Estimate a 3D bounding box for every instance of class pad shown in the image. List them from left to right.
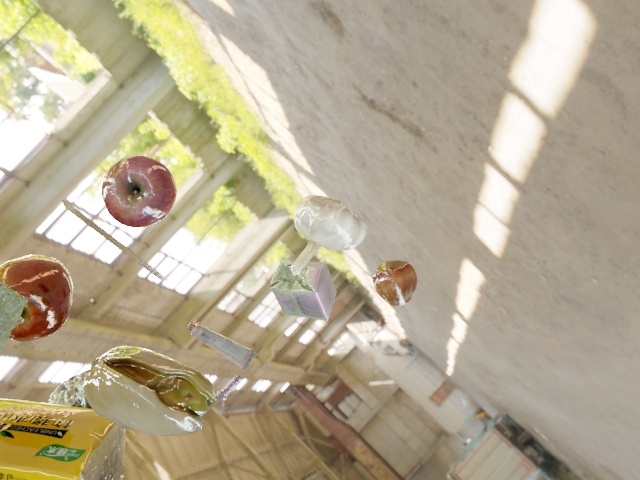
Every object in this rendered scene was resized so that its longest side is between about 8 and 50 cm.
[{"bbox_3d":[-0.435,0.004,1.350,0.266,0.002,0.176,40,165,-13],"label":"pad"}]

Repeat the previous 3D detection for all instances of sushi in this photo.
[{"bbox_3d":[-0.610,0.460,1.869,0.211,0.349,0.171,29,139,60],"label":"sushi"}]

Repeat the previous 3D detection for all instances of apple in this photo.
[{"bbox_3d":[-0.764,0.146,1.678,0.230,0.230,0.230,43,177,3],"label":"apple"},{"bbox_3d":[-0.375,-0.102,1.323,0.153,0.153,0.120,43,175,2],"label":"apple"}]

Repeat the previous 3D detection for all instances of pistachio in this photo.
[{"bbox_3d":[-0.366,0.325,1.346,0.287,0.166,0.197,22,145,11],"label":"pistachio"}]

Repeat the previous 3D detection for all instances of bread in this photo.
[{"bbox_3d":[-0.579,0.126,1.073,0.064,0.232,0.172,-2,-174,32],"label":"bread"}]

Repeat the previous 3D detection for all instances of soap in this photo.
[{"bbox_3d":[-0.056,0.174,2.265,0.181,0.139,0.199,7,145,21],"label":"soap"}]

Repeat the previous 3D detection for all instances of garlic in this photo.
[{"bbox_3d":[0.000,0.000,1.661,0.199,0.226,0.199,29,174,4],"label":"garlic"}]

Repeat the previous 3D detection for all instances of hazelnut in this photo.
[{"bbox_3d":[0.127,0.072,1.091,0.086,0.086,0.086,43,177,3],"label":"hazelnut"}]

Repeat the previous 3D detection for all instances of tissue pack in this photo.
[{"bbox_3d":[-0.697,0.539,1.528,0.381,0.229,0.293,8,-166,2],"label":"tissue pack"}]

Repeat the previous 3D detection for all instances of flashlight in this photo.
[{"bbox_3d":[-0.288,0.464,1.992,0.052,0.110,0.031,45,-177,4],"label":"flashlight"}]

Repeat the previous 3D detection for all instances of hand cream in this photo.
[{"bbox_3d":[-0.292,0.298,1.856,0.209,0.067,0.043,31,143,0],"label":"hand cream"}]
